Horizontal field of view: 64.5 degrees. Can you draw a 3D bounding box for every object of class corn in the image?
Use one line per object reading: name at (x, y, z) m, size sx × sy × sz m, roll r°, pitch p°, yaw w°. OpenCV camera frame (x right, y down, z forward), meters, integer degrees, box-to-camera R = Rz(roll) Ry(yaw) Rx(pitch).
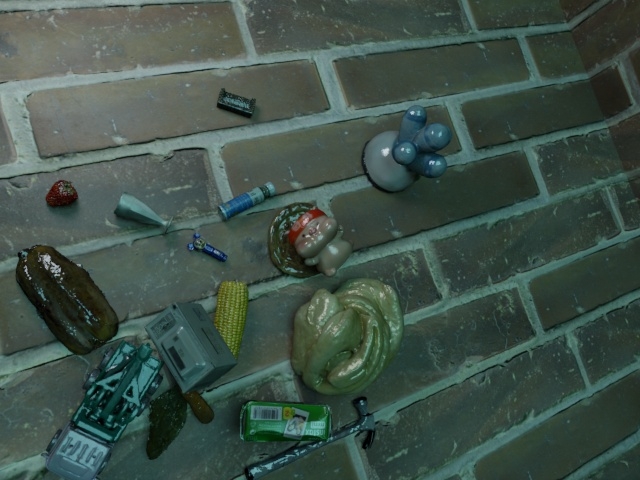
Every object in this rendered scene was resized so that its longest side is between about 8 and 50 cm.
corn at (-0.263, 0.238, 1.468) m, size 0.093 × 0.093 × 0.244 m, roll 10°, pitch 75°, yaw -19°

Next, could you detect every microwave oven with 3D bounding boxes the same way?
microwave oven at (-0.346, 0.282, 1.350) m, size 0.122 × 0.162 × 0.208 m, roll -39°, pitch 73°, yaw 8°

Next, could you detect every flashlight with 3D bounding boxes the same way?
flashlight at (-0.334, 0.027, 1.519) m, size 0.121 × 0.035 × 0.057 m, roll 31°, pitch 68°, yaw -12°

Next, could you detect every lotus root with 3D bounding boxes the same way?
lotus root at (-0.672, 0.145, 1.336) m, size 0.167 × 0.078 × 0.329 m, roll -41°, pitch 95°, yaw -26°

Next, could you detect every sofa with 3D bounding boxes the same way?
sofa at (-0.274, -0.448, 1.650) m, size 0.117 × 0.039 × 0.060 m, roll 15°, pitch 72°, yaw -18°

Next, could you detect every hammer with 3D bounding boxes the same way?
hammer at (-0.024, 0.604, 1.511) m, size 0.426 × 0.044 × 0.152 m, roll -12°, pitch 84°, yaw -23°

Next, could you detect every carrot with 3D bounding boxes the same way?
carrot at (-0.351, 0.427, 1.389) m, size 0.047 × 0.047 × 0.191 m, roll -37°, pitch 113°, yaw -25°

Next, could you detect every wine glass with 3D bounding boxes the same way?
wine glass at (-0.507, -0.073, 1.456) m, size 0.155 × 0.073 × 0.073 m, roll 29°, pitch 69°, yaw -16°

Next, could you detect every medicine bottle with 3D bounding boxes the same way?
medicine bottle at (-0.230, -0.125, 1.587) m, size 0.191 × 0.051 × 0.051 m, roll -31°, pitch 90°, yaw -24°

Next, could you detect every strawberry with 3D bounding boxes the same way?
strawberry at (-0.713, -0.125, 1.394) m, size 0.083 × 0.073 × 0.073 m, roll -34°, pitch 92°, yaw 12°

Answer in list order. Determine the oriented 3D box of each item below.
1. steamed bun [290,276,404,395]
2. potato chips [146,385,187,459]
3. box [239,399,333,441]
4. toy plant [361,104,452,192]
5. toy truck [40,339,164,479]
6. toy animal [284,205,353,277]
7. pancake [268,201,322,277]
steamed bun at (0.091, 0.285, 1.530) m, size 0.372 × 0.230 × 0.325 m, roll -16°, pitch 81°, yaw -22°
potato chips at (-0.414, 0.476, 1.362) m, size 0.209 × 0.026 × 0.142 m, roll -57°, pitch 132°, yaw -33°
box at (-0.098, 0.501, 1.410) m, size 0.250 × 0.180 × 0.103 m, roll 5°, pitch 74°, yaw -7°
toy plant at (0.311, -0.308, 1.694) m, size 0.247 × 0.332 × 0.247 m, roll 5°, pitch 76°, yaw -23°
toy truck at (-0.536, 0.419, 1.276) m, size 0.176 × 0.178 × 0.364 m, roll 33°, pitch 71°, yaw -12°
toy animal at (0.000, 0.000, 1.560) m, size 0.197 × 0.171 × 0.171 m, roll 45°, pitch 66°, yaw -14°
pancake at (-0.052, 0.000, 1.640) m, size 0.250 × 0.031 × 0.250 m, roll 5°, pitch 76°, yaw -21°
